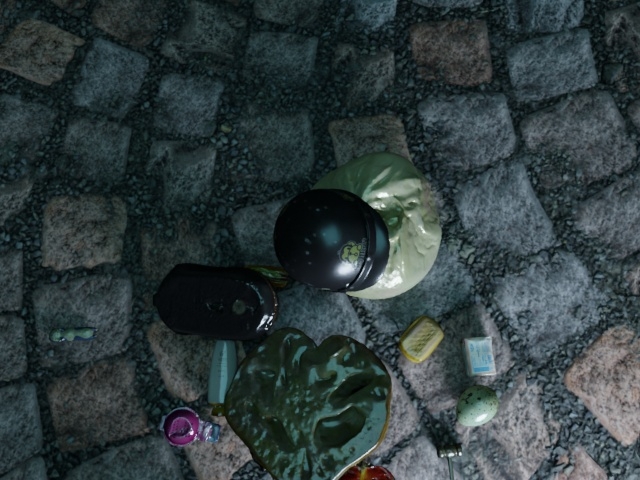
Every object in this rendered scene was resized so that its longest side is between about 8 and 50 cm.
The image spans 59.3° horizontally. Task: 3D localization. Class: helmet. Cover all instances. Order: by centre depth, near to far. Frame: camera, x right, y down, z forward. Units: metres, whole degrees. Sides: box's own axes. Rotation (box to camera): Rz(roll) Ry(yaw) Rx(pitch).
[{"bbox_3d":[0.000,0.000,1.215,0.278,0.160,0.231,22,101,44],"label":"helmet"}]

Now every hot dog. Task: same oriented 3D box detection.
[{"bbox_3d":[-0.144,0.090,1.433,0.132,0.041,0.057,8,78,4],"label":"hot dog"}]

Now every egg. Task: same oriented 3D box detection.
[{"bbox_3d":[0.369,0.392,1.329,0.085,0.085,0.110,41,89,9],"label":"egg"}]

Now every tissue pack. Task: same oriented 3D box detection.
[{"bbox_3d":[0.384,0.282,1.365,0.074,0.059,0.095,-5,78,3],"label":"tissue pack"}]

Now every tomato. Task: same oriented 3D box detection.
[{"bbox_3d":[0.092,0.587,1.291,0.159,0.091,0.139,5,55,-11],"label":"tomato"}]

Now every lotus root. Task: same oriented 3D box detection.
[{"bbox_3d":[-0.027,0.389,1.295,0.389,0.111,0.375,-4,68,8],"label":"lotus root"}]

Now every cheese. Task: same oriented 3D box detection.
[{"bbox_3d":[-0.317,0.455,1.365,0.145,0.038,0.095,12,80,-2],"label":"cheese"}]

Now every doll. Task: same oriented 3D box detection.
[{"bbox_3d":[-0.627,0.238,1.427,0.125,0.027,0.037,-5,71,1],"label":"doll"}]

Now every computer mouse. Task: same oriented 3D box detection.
[{"bbox_3d":[-0.251,0.151,1.385,0.322,0.116,0.183,5,89,15],"label":"computer mouse"}]

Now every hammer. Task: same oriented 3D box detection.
[{"bbox_3d":[0.316,0.626,1.300,0.058,0.029,0.293,-5,74,0],"label":"hammer"}]

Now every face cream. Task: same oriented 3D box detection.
[{"bbox_3d":[-0.239,0.337,1.380,0.072,0.051,0.182,0,77,4],"label":"face cream"}]

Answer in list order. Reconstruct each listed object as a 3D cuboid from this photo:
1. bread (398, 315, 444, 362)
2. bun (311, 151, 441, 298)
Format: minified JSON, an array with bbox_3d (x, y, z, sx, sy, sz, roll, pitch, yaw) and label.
[{"bbox_3d":[0.245,0.242,1.380,0.082,0.056,0.115,39,75,9],"label":"bread"},{"bbox_3d":[0.123,-0.043,1.359,0.360,0.213,0.362,-1,81,8],"label":"bun"}]
